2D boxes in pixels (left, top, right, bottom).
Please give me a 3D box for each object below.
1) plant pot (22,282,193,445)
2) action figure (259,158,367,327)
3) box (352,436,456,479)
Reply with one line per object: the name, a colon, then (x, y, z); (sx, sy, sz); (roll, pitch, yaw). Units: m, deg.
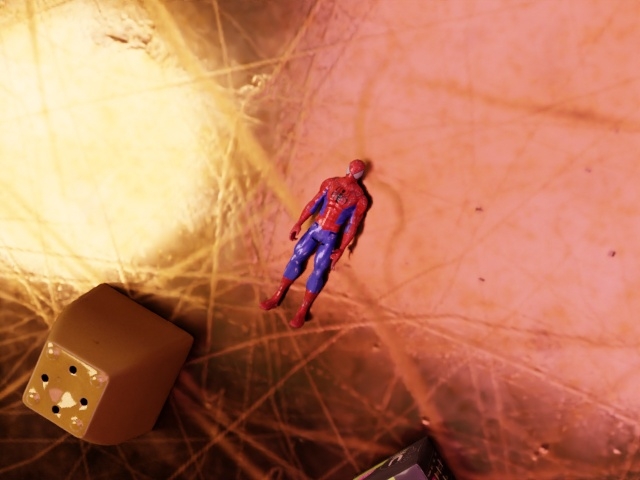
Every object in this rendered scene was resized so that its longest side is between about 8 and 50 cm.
plant pot: (-0.148, 0.087, 0.589); (0.081, 0.083, 0.081); (29, 103, 10)
action figure: (0.000, 0.000, 0.568); (0.038, 0.030, 0.115); (30, 102, 15)
box: (0.062, 0.180, 0.562); (0.062, 0.052, 0.083); (-34, 89, 16)
